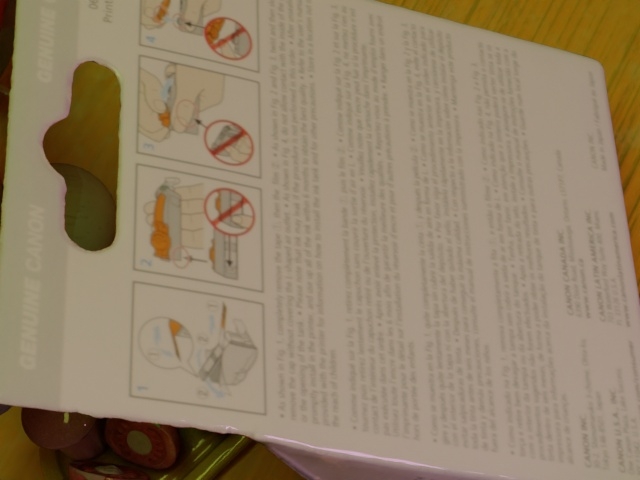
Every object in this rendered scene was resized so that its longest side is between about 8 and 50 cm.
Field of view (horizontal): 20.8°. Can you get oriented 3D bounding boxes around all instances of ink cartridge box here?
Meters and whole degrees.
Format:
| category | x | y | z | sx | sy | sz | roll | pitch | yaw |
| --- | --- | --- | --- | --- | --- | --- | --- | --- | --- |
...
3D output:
| category | x | y | z | sx | sy | sz | roll | pitch | yaw |
| --- | --- | --- | --- | --- | --- | --- | --- | --- | --- |
| ink cartridge box | 0.000 | 0.000 | 0.992 | 0.385 | 0.091 | 0.308 | 11 | 57 | -21 |

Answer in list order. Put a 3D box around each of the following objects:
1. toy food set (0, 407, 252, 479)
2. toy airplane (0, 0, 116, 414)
| category | x | y | z | sx | sy | sz | roll | pitch | yaw |
| --- | --- | --- | --- | --- | --- | --- | --- | --- | --- |
| toy food set | -0.123 | 0.107 | 1.099 | 0.218 | 0.071 | 0.128 | -45 | 58 | -12 |
| toy airplane | -0.235 | -0.064 | 1.114 | 0.384 | 0.272 | 0.386 | 1 | 69 | 57 |
